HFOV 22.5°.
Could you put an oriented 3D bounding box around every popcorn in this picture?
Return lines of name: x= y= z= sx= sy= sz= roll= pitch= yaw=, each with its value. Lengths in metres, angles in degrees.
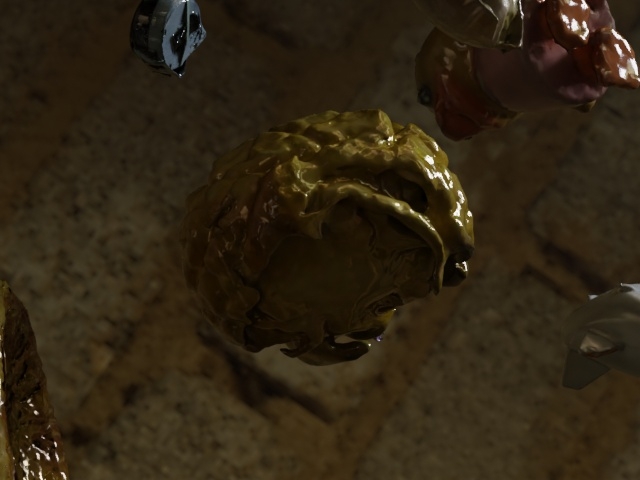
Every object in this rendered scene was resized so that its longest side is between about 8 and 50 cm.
popcorn: x=0.000 y=0.000 z=1.371 sx=0.250 sy=0.250 sz=0.190 roll=123 pitch=-41 yaw=-54

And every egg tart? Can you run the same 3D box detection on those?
egg tart: x=-0.271 y=0.165 z=1.259 sx=0.115 sy=0.290 sz=0.290 roll=-12 pitch=177 yaw=-2

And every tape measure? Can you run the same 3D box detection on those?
tape measure: x=-0.162 y=-0.219 z=1.687 sx=0.091 sy=0.054 sz=0.094 roll=-63 pitch=159 yaw=-19

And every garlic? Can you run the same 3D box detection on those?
garlic: x=0.128 y=-0.265 z=1.553 sx=0.101 sy=0.196 sz=0.087 roll=-18 pitch=162 yaw=24

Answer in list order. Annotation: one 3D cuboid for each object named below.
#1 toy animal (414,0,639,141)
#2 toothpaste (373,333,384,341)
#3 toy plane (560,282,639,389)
toy animal: x=0.206 y=-0.203 z=1.772 sx=0.281 sy=0.195 sz=0.169 roll=-25 pitch=-147 yaw=44
toothpaste: x=0.009 y=0.052 z=1.611 sx=0.028 sy=0.170 sz=0.045 roll=22 pitch=103 yaw=-48
toy plane: x=0.339 y=0.101 z=1.453 sx=0.245 sy=0.244 sz=0.117 roll=-54 pitch=152 yaw=-63
